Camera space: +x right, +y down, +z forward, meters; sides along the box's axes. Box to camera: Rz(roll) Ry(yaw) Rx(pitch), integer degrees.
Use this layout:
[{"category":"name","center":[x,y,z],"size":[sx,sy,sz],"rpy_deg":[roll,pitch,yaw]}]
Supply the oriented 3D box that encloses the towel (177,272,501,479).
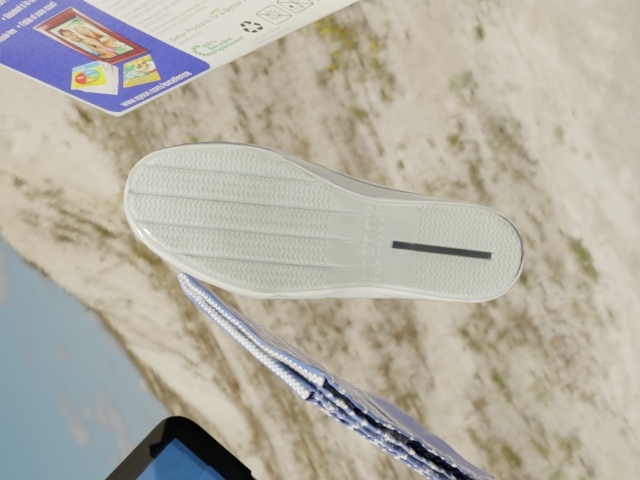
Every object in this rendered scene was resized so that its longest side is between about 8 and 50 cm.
[{"category":"towel","center":[0.031,0.150,1.086],"size":[0.336,0.040,0.243],"rpy_deg":[39,176,-41]}]

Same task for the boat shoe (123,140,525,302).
[{"category":"boat shoe","center":[0.000,0.000,0.643],"size":[0.076,0.226,0.083],"rpy_deg":[157,127,-83]}]

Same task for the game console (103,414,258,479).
[{"category":"game console","center":[-0.065,0.267,0.862],"size":[0.293,0.250,0.173],"rpy_deg":[-47,-63,-50]}]

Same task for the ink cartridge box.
[{"category":"ink cartridge box","center":[-0.179,-0.197,0.739],"size":[0.303,0.307,0.072],"rpy_deg":[-13,61,48]}]
